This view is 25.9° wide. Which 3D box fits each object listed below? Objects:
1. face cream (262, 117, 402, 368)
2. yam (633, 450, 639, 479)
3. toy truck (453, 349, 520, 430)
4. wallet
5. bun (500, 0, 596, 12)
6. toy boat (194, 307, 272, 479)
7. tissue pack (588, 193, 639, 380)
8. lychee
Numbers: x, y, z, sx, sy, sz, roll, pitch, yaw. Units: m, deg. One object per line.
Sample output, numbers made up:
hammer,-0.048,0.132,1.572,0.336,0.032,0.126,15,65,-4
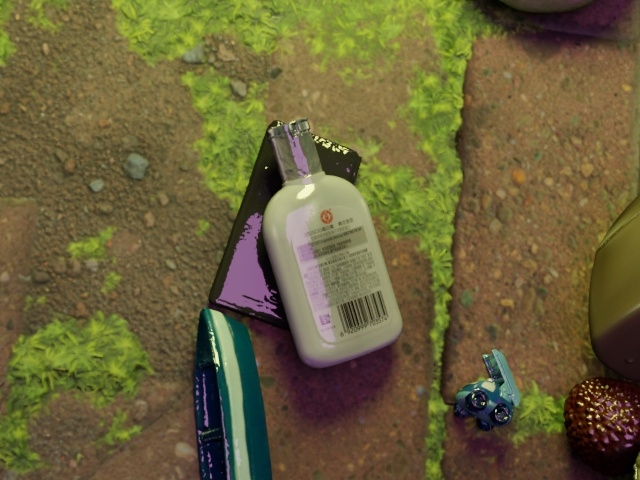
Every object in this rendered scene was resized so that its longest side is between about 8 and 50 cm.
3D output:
face cream,0.000,0.000,1.660,0.144,0.071,0.291,-20,94,-25
yam,0.516,0.315,1.632,0.300,0.195,0.195,41,74,-33
toy truck,0.209,0.183,1.711,0.073,0.056,0.090,30,64,-9
wallet,-0.043,-0.018,1.707,0.124,0.025,0.244,21,78,-7
bun,0.296,-0.432,1.758,0.283,0.179,0.283,2,82,-13
toy boat,-0.102,0.225,1.625,0.062,0.096,0.299,-3,79,-22
tissue pack,0.533,0.064,1.675,0.387,0.267,0.276,24,60,-7
lychee,0.358,0.223,1.695,0.123,0.123,0.129,-34,91,-14
